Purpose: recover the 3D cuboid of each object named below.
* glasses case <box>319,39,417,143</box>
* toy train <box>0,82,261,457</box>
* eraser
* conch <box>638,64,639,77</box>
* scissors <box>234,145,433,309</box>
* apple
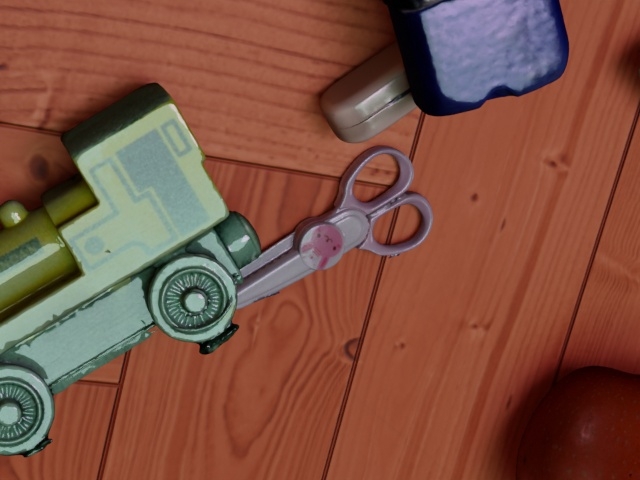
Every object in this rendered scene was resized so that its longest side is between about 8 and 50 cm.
[{"bbox_3d":[0.090,-0.168,1.385,0.196,0.083,0.050,-35,117,-4],"label":"glasses case"},{"bbox_3d":[-0.244,0.041,1.311,0.369,0.150,0.237,-31,108,-7],"label":"toy train"},{"bbox_3d":[0.119,-0.289,1.261,0.155,0.101,0.332,-19,109,-5],"label":"eraser"},{"bbox_3d":[0.418,-0.156,1.479,0.181,0.124,0.187,22,132,4],"label":"conch"},{"bbox_3d":[0.000,0.000,1.441,0.242,0.030,0.118,-30,115,-10],"label":"scissors"},{"bbox_3d":[0.348,0.249,1.539,0.260,0.260,0.216,11,81,-23],"label":"apple"}]
